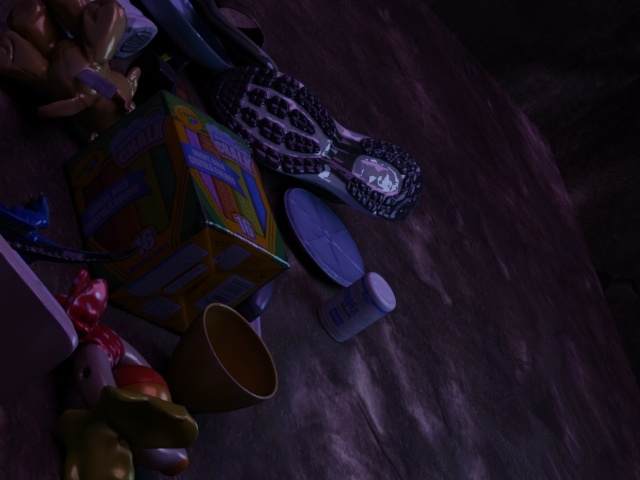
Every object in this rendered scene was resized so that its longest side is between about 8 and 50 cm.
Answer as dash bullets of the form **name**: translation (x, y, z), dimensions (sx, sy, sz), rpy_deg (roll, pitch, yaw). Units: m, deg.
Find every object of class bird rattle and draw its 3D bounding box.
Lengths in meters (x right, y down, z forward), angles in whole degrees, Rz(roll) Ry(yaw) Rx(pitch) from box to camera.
- **bird rattle**: translation (-0.227, 0.162, 1.518), dimensions (0.253, 0.143, 0.207), rpy_deg (54, 4, 38)

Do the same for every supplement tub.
- **supplement tub**: translation (0.057, 0.104, 2.192), dimensions (0.071, 0.107, 0.071), rpy_deg (46, 21, -24)

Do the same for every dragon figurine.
- **dragon figurine**: translation (-0.334, -0.006, 1.428), dimensions (0.289, 0.085, 0.144), rpy_deg (25, 14, -5)

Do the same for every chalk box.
- **chalk box**: translation (-0.192, -0.057, 1.791), dimensions (0.179, 0.180, 0.289), rpy_deg (30, 31, -50)

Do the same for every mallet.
- **mallet**: translation (-0.252, -0.267, 2.196), dimensions (0.062, 0.039, 0.189), rpy_deg (47, 26, -14)

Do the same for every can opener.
- **can opener**: translation (-0.103, 0.044, 1.967), dimensions (0.074, 0.093, 0.280), rpy_deg (42, 19, -28)

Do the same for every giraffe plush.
- **giraffe plush**: translation (-0.306, -0.213, 1.838), dimensions (0.210, 0.181, 0.170), rpy_deg (52, -4, 24)

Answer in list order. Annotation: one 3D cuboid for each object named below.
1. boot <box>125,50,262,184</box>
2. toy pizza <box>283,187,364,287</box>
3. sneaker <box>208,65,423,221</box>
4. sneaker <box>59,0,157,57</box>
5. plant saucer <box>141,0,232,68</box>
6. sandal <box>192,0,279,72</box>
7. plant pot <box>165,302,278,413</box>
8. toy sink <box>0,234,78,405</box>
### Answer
- **boot**: translation (-0.180, -0.111, 2.081), dimensions (0.280, 0.096, 0.264), rpy_deg (48, 12, -39)
- **toy pizza**: translation (0.000, 0.000, 2.338), dimensions (0.201, 0.032, 0.201), rpy_deg (44, 23, -24)
- **sneaker**: translation (-0.032, -0.150, 2.409), dimensions (0.410, 0.158, 0.182), rpy_deg (32, -16, -20)
- **sneaker**: translation (-0.335, -0.339, 2.067), dimensions (0.115, 0.090, 0.232), rpy_deg (52, 10, 12)
- **plant saucer**: translation (-0.257, -0.396, 2.280), dimensions (0.317, 0.044, 0.317), rpy_deg (51, 6, -7)
- **sandal**: translation (-0.147, -0.379, 2.428), dimensions (0.302, 0.086, 0.120), rpy_deg (54, -4, 41)
- **plant pot**: translation (-0.131, 0.157, 1.707), dimensions (0.134, 0.095, 0.134), rpy_deg (45, 23, -25)
- **toy sink**: translation (-0.317, 0.070, 1.227), dimensions (0.152, 0.234, 0.131), rpy_deg (51, 21, -9)
